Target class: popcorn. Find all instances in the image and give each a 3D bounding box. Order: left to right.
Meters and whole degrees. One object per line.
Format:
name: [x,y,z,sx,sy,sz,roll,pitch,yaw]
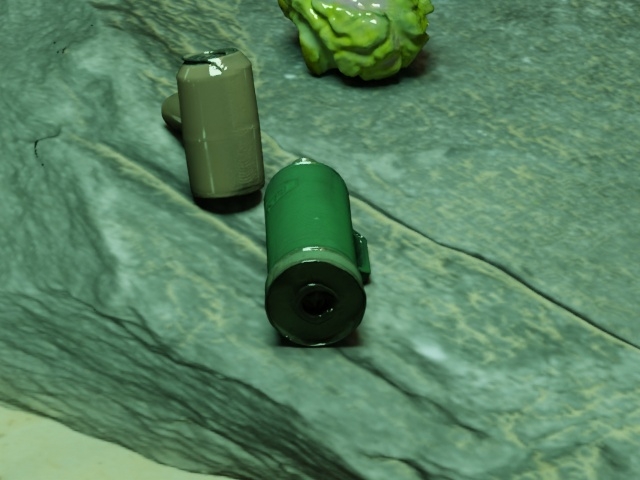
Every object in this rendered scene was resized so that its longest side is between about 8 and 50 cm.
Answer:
popcorn: [0.032,-0.214,1.652,0.145,0.126,0.126,32,50,-4]

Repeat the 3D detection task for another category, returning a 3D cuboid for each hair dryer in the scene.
hair dryer: [-0.102,-0.106,1.504,0.064,0.117,0.181,-12,15,-19]

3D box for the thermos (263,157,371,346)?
thermos: [-0.003,-0.003,1.357,0.083,0.073,0.188,-1,32,-3]
